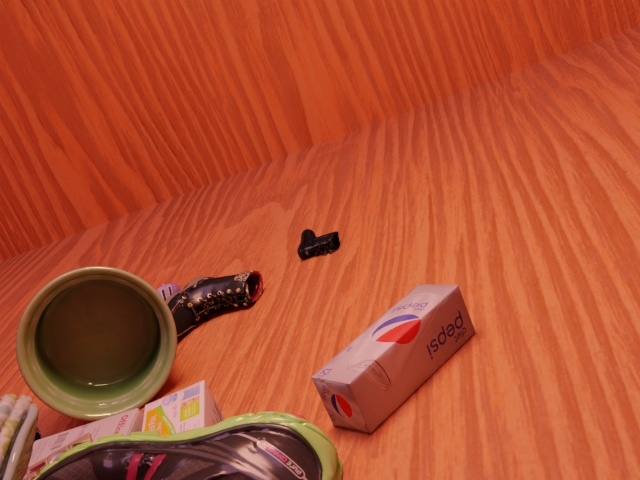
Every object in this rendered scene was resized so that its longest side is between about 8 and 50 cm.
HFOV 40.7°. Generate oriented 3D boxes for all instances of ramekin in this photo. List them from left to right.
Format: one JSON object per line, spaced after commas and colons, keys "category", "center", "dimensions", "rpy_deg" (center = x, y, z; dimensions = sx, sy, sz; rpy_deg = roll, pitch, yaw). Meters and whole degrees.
{"category": "ramekin", "center": [-0.445, 0.194, 1.735], "dimensions": [0.303, 0.303, 0.148], "rpy_deg": [-26, 10, -9]}

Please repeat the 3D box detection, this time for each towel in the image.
{"category": "towel", "center": [-0.487, 0.424, 1.151], "dimensions": [0.374, 0.090, 0.320], "rpy_deg": [-88, 22, -62]}

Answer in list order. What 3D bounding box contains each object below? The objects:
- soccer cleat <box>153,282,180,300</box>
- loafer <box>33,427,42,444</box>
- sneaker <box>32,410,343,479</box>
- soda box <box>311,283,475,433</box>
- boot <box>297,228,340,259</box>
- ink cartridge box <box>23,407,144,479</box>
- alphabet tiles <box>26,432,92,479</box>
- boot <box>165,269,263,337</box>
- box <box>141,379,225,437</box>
{"category": "soccer cleat", "center": [-0.398, 0.183, 2.073], "dimensions": [0.095, 0.083, 0.248], "rpy_deg": [19, 30, 20]}
{"category": "loafer", "center": [-0.635, 0.420, 1.635], "dimensions": [0.087, 0.094, 0.251], "rpy_deg": [-10, 22, 46]}
{"category": "sneaker", "center": [-0.210, 0.348, 1.068], "dimensions": [0.483, 0.185, 0.202], "rpy_deg": [-22, 21, 16]}
{"category": "soda box", "center": [0.123, 0.181, 1.386], "dimensions": [0.286, 0.098, 0.091], "rpy_deg": [-35, 22, -35]}
{"category": "boot", "center": [0.000, -0.001, 2.130], "dimensions": [0.099, 0.045, 0.121], "rpy_deg": [-19, 26, 20]}
{"category": "ink cartridge box", "center": [-0.394, 0.384, 1.450], "dimensions": [0.212, 0.093, 0.154], "rpy_deg": [-21, 19, 11]}
{"category": "alphabet tiles", "center": [-0.382, 0.409, 1.311], "dimensions": [0.198, 0.009, 0.237], "rpy_deg": [-30, 43, -1]}
{"category": "boot", "center": [-0.250, 0.141, 1.972], "dimensions": [0.179, 0.085, 0.236], "rpy_deg": [-11, 21, 28]}
{"category": "box", "center": [-0.214, 0.327, 1.371], "dimensions": [0.114, 0.103, 0.203], "rpy_deg": [-23, 18, -1]}
